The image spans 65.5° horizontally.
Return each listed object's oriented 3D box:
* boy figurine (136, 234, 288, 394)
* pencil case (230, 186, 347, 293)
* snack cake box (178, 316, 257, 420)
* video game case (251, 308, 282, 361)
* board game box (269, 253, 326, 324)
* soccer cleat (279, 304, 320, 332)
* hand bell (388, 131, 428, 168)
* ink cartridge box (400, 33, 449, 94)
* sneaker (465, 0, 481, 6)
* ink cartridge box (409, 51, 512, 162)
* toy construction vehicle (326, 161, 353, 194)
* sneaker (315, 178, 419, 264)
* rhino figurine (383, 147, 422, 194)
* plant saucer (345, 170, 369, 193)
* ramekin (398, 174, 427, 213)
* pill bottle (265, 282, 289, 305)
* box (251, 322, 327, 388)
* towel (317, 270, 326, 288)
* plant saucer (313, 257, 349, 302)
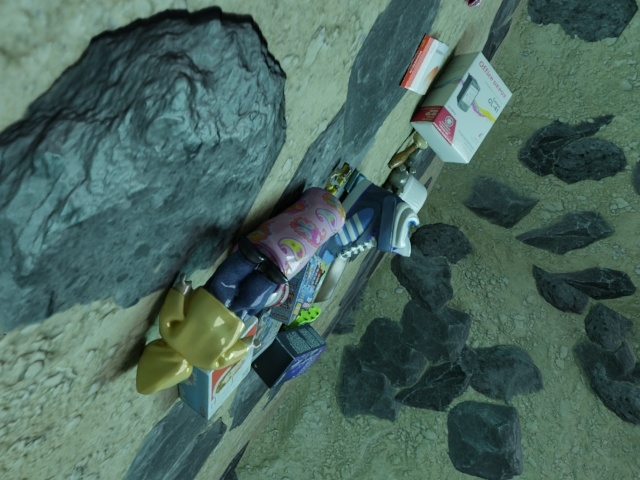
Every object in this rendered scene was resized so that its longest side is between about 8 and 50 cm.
[{"bbox_3d":[-0.176,0.134,0.792,0.285,0.177,0.092,-49,-155,0],"label":"boy figurine"},{"bbox_3d":[-0.053,-0.006,0.981,0.284,0.124,0.124,-44,162,-54],"label":"pencil case"},{"bbox_3d":[-0.220,0.255,1.052,0.152,0.089,0.264,-46,163,-36],"label":"snack cake box"},{"bbox_3d":[-0.156,0.236,1.384,0.274,0.035,0.248,-63,167,25],"label":"video game case"},{"bbox_3d":[-0.060,0.124,1.301,0.194,0.060,0.194,49,62,-73],"label":"board game box"},{"bbox_3d":[-0.077,0.289,1.758,0.179,0.060,0.072,-33,173,-27],"label":"soccer cleat"},{"bbox_3d":[0.331,-0.334,1.798,0.242,0.126,0.126,-41,163,-17],"label":"hand bell"},{"bbox_3d":[0.282,-0.469,1.338,0.145,0.045,0.179,-63,169,23],"label":"ink cartridge box"},{"bbox_3d":[0.439,-0.704,1.382,0.057,0.047,0.119,-35,156,-34],"label":"sneaker"},{"bbox_3d":[0.483,-0.452,1.710,0.306,0.226,0.131,-56,-150,-6],"label":"ink cartridge box"},{"bbox_3d":[0.043,-0.152,1.222,0.098,0.035,0.086,-51,178,-16],"label":"toy construction vehicle"},{"bbox_3d":[0.134,0.007,1.426,0.322,0.236,0.130,-55,169,2],"label":"sneaker"},{"bbox_3d":[0.320,-0.271,1.905,0.243,0.073,0.106,-59,-173,4],"label":"rhino figurine"},{"bbox_3d":[0.108,-0.165,1.470,0.067,0.018,0.192,-59,167,6],"label":"plant saucer"},{"bbox_3d":[0.341,-0.164,2.035,0.207,0.109,0.207,-54,-172,12],"label":"ramekin"},{"bbox_3d":[-0.122,0.098,1.051,0.086,0.086,0.152,-57,168,-4],"label":"pill bottle"},{"bbox_3d":[-0.101,0.375,1.639,0.153,0.108,0.207,-54,157,23],"label":"box"},{"bbox_3d":[-0.024,0.175,1.785,0.152,0.023,0.113,-56,169,-10],"label":"towel"},{"bbox_3d":[0.059,0.074,1.656,0.310,0.050,0.310,24,90,-89],"label":"plant saucer"}]
